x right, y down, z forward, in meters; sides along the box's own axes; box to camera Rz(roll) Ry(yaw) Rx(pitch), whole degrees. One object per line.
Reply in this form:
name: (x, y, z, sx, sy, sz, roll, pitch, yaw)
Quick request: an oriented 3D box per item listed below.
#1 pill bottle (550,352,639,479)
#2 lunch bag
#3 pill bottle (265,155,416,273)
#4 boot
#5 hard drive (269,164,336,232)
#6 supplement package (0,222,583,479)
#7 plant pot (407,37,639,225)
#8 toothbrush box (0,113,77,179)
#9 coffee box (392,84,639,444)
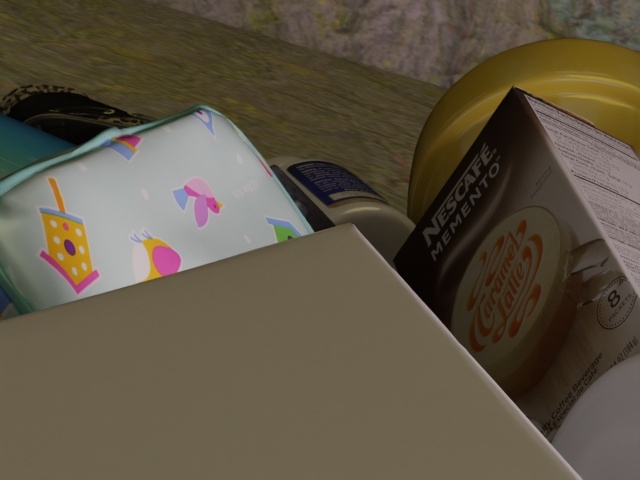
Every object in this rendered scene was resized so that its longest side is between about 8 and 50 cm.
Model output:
pill bottle: (0.278, 0.169, 0.850, 0.334, 0.188, 0.188, 13, 13, -22)
lunch bag: (-0.070, 0.067, 0.800, 0.224, 0.108, 0.279, 59, 24, -1)
pill bottle: (0.000, 0.000, 1.378, 0.112, 0.112, 0.186, 12, 14, -23)
boot: (-0.159, -0.076, 1.555, 0.236, 0.085, 0.178, 12, 11, -21)
hard drive: (0.023, 0.070, 1.020, 0.255, 0.054, 0.172, 48, 17, 4)
supplement package: (-0.017, 0.134, 0.485, 0.175, 0.177, 0.293, -16, 21, -9)
plant pot: (0.187, 0.006, 1.353, 0.254, 0.254, 0.239, 17, 27, -2)
toothbrush box: (-0.219, 0.011, 0.992, 0.216, 0.126, 0.295, 22, 13, 18)
coffee box: (0.139, 0.044, 1.000, 0.098, 0.141, 0.246, 23, 25, -25)
